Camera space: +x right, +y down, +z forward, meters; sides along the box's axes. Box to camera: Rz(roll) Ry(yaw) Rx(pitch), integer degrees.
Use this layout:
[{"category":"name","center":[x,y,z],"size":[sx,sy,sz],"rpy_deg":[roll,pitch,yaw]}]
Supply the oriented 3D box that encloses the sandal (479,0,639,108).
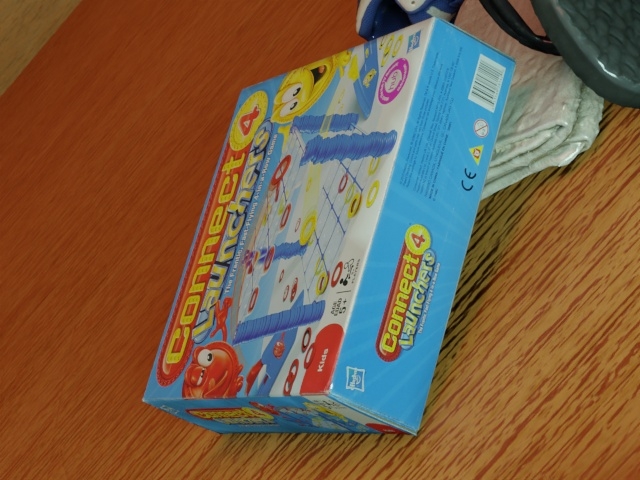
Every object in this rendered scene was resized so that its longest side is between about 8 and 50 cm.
[{"category":"sandal","center":[0.174,-0.250,1.227],"size":[0.107,0.168,0.445],"rpy_deg":[-54,39,39]}]

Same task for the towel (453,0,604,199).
[{"category":"towel","center":[0.171,-0.146,1.312],"size":[0.187,0.049,0.282],"rpy_deg":[-25,35,43]}]

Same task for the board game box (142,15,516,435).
[{"category":"board game box","center":[0.000,0.000,1.280],"size":[0.302,0.086,0.308],"rpy_deg":[-12,58,57]}]

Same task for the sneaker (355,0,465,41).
[{"category":"sneaker","center":[0.140,-0.260,1.504],"size":[0.296,0.112,0.131],"rpy_deg":[-15,59,58]}]
